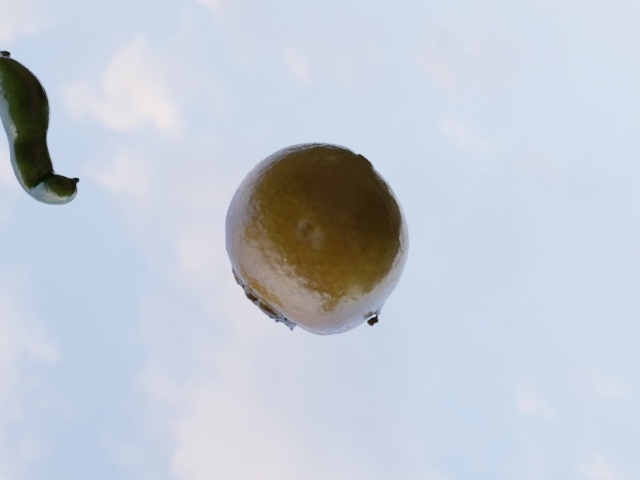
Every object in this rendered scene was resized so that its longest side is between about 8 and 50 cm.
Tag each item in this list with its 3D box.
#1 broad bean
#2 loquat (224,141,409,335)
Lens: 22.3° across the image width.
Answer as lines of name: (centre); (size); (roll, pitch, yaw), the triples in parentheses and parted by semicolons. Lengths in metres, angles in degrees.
broad bean: (-0.319, -0.125, 1.773); (0.048, 0.070, 0.213); (9, -131, -57)
loquat: (0.000, 0.000, 1.173); (0.141, 0.141, 0.141); (23, -138, -23)
